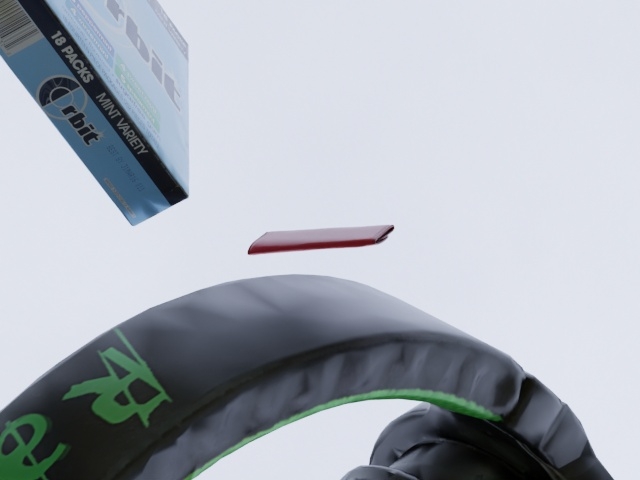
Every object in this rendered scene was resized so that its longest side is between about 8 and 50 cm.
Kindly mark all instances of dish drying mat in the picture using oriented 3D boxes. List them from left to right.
[{"bbox_3d":[0.000,0.000,0.937,0.083,0.032,0.008,-3,-74,26],"label":"dish drying mat"}]

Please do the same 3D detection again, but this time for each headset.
[{"bbox_3d":[0.035,0.177,0.470,0.185,0.394,0.243,26,-103,43],"label":"headset"}]

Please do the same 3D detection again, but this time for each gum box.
[{"bbox_3d":[-0.131,-0.120,0.904,0.041,0.157,0.184,-27,-148,13],"label":"gum box"}]

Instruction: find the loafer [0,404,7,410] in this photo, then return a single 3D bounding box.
[{"bbox_3d":[-0.209,0.136,0.965,0.095,0.302,0.109,35,-84,12],"label":"loafer"}]
